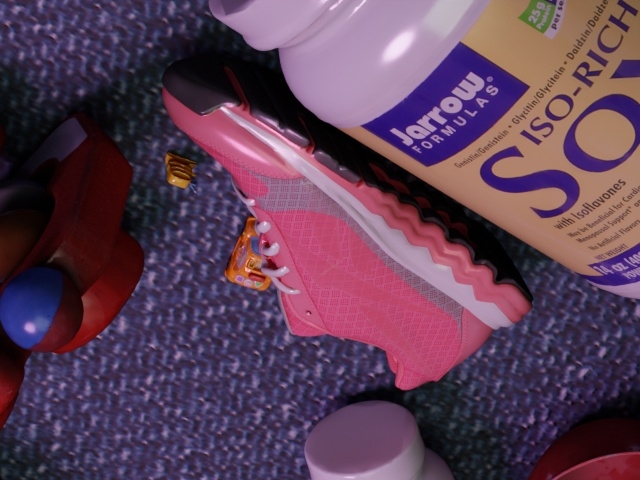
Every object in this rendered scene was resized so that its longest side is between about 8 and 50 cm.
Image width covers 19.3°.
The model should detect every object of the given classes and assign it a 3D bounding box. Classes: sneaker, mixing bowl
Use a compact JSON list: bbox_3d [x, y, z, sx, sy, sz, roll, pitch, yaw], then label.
[{"bbox_3d":[0.000,0.000,1.284,0.314,0.116,0.136,36,105,-23],"label":"sneaker"},{"bbox_3d":[0.227,0.204,1.448,0.181,0.098,0.181,-2,122,-3],"label":"mixing bowl"}]

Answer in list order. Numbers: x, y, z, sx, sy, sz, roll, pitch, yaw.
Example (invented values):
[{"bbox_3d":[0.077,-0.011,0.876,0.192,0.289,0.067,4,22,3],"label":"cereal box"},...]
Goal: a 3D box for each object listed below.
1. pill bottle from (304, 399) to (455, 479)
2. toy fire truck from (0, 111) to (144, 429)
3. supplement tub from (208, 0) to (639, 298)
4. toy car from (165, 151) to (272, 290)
[{"bbox_3d":[0.056,0.228,1.443,0.118,0.117,0.208,-14,122,5],"label":"pill bottle"},{"bbox_3d":[-0.229,0.058,1.219,0.302,0.254,0.169,-46,115,2],"label":"toy fire truck"},{"bbox_3d":[0.125,-0.137,1.141,0.331,0.241,0.241,30,116,-20],"label":"supplement tub"},{"bbox_3d":[-0.074,-0.004,1.332,0.122,0.040,0.060,33,115,-22],"label":"toy car"}]
